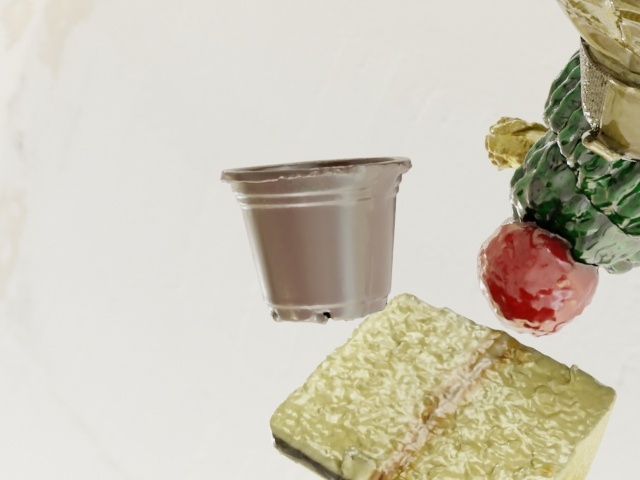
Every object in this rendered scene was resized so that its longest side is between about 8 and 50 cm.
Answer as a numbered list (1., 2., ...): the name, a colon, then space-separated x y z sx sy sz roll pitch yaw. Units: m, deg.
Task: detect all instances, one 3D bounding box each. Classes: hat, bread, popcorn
1. hat: 0.287 -0.046 1.290 0.332 0.274 0.242 -45 -149 21
2. bread: 0.103 0.216 1.239 0.263 0.236 0.198 25 -52 25
3. popcorn: 0.214 -0.098 1.373 0.083 0.082 0.057 125 -24 -85

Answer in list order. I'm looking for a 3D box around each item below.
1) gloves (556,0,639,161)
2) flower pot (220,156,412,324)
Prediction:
1. gloves: 0.177 -0.180 0.712 0.141 0.331 0.154 -23 -132 5
2. flower pot: 0.000 0.000 0.744 0.111 0.111 0.089 4 -80 53
